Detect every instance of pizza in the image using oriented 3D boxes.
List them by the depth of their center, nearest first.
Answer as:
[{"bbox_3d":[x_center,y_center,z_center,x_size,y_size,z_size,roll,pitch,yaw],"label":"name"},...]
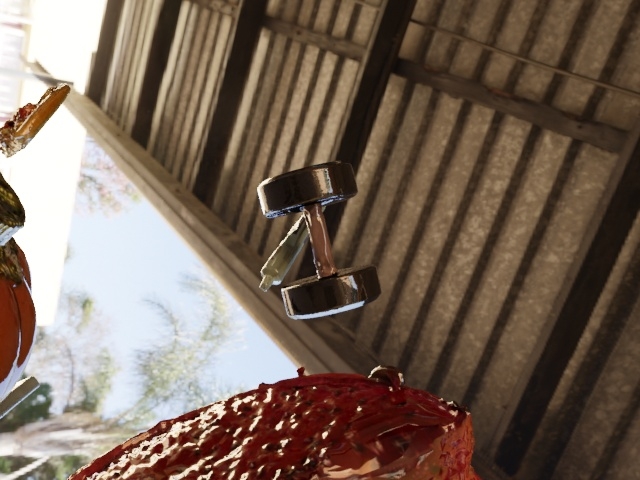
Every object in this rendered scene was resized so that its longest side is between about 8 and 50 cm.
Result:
[{"bbox_3d":[-0.563,-0.214,1.244,0.193,0.053,0.201,-35,-151,23],"label":"pizza"}]

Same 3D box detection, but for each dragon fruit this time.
[{"bbox_3d":[-0.038,0.203,0.398,0.134,0.261,0.212,-161,-123,-76],"label":"dragon fruit"}]

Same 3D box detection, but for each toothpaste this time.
[{"bbox_3d":[-0.042,-0.002,1.105,0.060,0.038,0.233,-35,-161,50],"label":"toothpaste"}]

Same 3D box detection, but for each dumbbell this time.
[{"bbox_3d":[0.000,0.000,1.011,0.152,0.152,0.218,-14,-90,52],"label":"dumbbell"}]

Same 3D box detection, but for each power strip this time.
[{"bbox_3d":[-0.517,0.268,1.045,0.253,0.060,0.027,-119,-175,-84],"label":"power strip"}]

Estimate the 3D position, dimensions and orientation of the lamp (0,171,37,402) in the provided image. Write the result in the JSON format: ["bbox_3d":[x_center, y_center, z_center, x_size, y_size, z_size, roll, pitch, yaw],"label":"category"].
[{"bbox_3d":[-0.263,0.022,0.359,0.196,0.223,0.223,-36,-131,0],"label":"lamp"}]
